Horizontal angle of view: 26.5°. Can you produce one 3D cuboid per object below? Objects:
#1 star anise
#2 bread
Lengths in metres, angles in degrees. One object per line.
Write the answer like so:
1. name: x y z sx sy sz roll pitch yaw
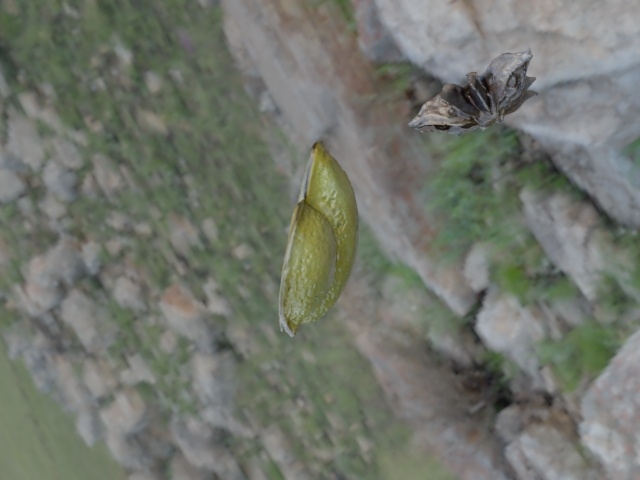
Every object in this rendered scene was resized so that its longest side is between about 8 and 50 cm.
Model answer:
1. star anise: 0.162 -0.142 1.294 0.129 0.124 0.056 -42 62 49
2. bread: 0.000 0.000 1.269 0.065 0.188 0.149 12 176 7
